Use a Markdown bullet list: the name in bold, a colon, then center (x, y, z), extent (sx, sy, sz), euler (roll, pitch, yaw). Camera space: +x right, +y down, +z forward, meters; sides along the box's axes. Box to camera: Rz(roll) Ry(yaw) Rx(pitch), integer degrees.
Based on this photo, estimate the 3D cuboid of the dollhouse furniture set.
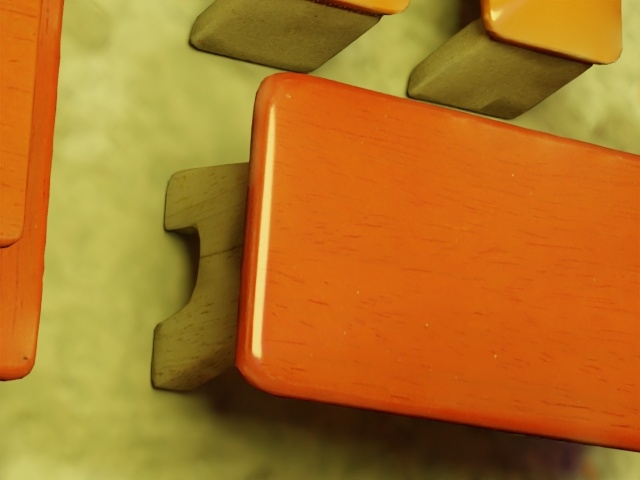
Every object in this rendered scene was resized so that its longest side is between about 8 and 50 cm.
- **dollhouse furniture set**: center (0.000, 0.000, 0.497), extent (0.259, 0.135, 0.262), euler (10, 74, -29)
